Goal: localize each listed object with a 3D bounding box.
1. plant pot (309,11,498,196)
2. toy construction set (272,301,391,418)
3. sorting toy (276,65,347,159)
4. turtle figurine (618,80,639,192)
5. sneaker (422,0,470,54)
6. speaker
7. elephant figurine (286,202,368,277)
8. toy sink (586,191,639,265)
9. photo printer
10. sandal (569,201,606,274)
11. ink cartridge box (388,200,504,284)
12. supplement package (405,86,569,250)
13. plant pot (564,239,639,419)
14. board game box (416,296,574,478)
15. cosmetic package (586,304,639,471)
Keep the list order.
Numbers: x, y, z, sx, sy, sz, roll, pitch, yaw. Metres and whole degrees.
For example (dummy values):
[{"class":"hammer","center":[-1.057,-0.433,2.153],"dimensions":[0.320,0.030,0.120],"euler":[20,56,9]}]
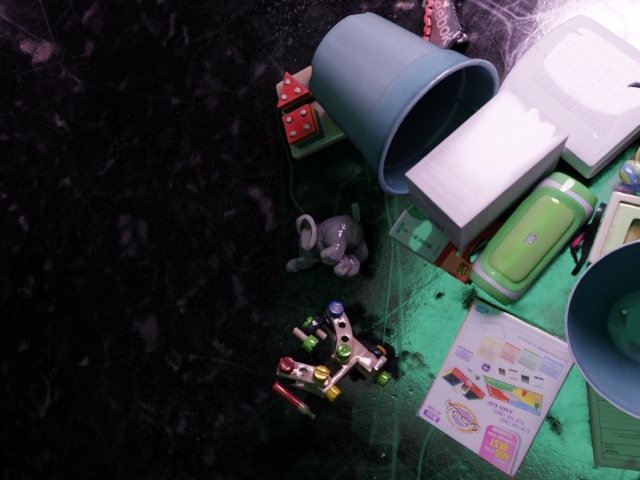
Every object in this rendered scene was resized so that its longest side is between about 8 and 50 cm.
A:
[{"class":"plant pot","center":[0.167,-0.339,1.109],"dimensions":[0.341,0.341,0.334],"euler":[-48,60,14]},{"class":"toy construction set","center":[0.031,0.343,1.201],"dimensions":[0.237,0.257,0.309],"euler":[36,121,14]},{"class":"sorting toy","center":[-0.011,-0.407,1.373],"dimensions":[0.257,0.089,0.255],"euler":[-20,74,24]},{"class":"turtle figurine","center":[0.716,-0.193,0.874],"dimensions":[0.266,0.274,0.198],"euler":[-28,53,2]},{"class":"sneaker","center":[0.322,-0.542,1.212],"dimensions":[0.135,0.098,0.276],"euler":[11,91,29]},{"class":"speaker","center":[0.463,-0.002,1.050],"dimensions":[0.131,0.131,0.296],"euler":[42,103,26]},{"class":"elephant figurine","center":[0.000,0.000,1.289],"dimensions":[0.239,0.169,0.186],"euler":[18,63,44]},{"class":"toy sink","center":[0.676,0.012,0.932],"dimensions":[0.234,0.131,0.152],"euler":[21,93,28]},{"class":"photo printer","center":[0.573,-0.327,1.045],"dimensions":[0.256,0.107,0.307],"euler":[-46,65,15]},{"class":"sandal","center":[0.555,-0.006,1.001],"dimensions":[0.040,0.067,0.179],"euler":[21,133,29]},{"class":"ink cartridge box","center":[0.308,-0.027,1.165],"dimensions":[0.225,0.056,0.181],"euler":[36,92,29]},{"class":"supplement package","center":[0.363,-0.152,1.059],"dimensions":[0.293,0.175,0.177],"euler":[-40,66,1]},{"class":"plant pot","center":[0.575,0.150,0.805],"dimensions":[0.290,0.195,0.290],"euler":[-4,81,25]},{"class":"board game box","center":[0.396,0.324,1.076],"dimensions":[0.242,0.064,0.316],"euler":[28,97,28]},{"class":"cosmetic package","center":[0.615,0.282,0.940],"dimensions":[0.160,0.113,0.309],"euler":[-4,82,27]}]
